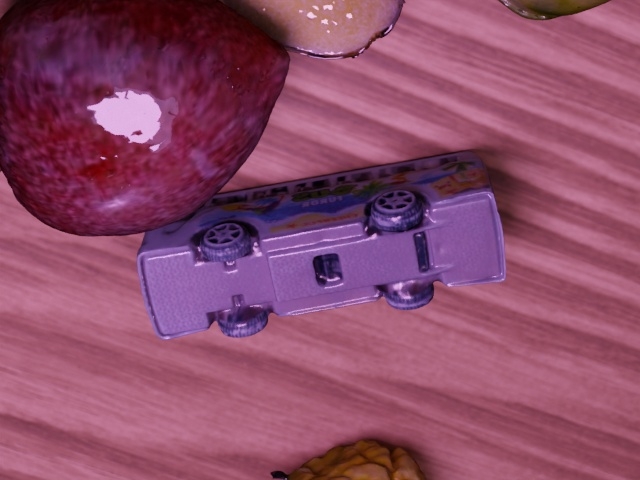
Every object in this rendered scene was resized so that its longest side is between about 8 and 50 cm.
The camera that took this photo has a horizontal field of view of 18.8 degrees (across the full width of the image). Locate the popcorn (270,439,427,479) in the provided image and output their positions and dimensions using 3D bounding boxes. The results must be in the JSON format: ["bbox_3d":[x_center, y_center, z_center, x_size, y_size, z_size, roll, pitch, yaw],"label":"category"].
[{"bbox_3d":[0.025,0.270,1.919,0.173,0.173,0.142,-22,127,10],"label":"popcorn"}]

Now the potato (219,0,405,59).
[{"bbox_3d":[-0.013,-0.254,1.677,0.164,0.081,0.200,-38,111,27],"label":"potato"}]

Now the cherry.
[{"bbox_3d":[-0.169,-0.119,1.671,0.300,0.203,0.230,-15,107,18],"label":"cherry"}]

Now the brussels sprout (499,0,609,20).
[{"bbox_3d":[0.213,-0.269,1.653,0.183,0.131,0.145,-32,94,15],"label":"brussels sprout"}]

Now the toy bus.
[{"bbox_3d":[0.000,0.000,1.783,0.330,0.136,0.109,-10,120,3],"label":"toy bus"}]
